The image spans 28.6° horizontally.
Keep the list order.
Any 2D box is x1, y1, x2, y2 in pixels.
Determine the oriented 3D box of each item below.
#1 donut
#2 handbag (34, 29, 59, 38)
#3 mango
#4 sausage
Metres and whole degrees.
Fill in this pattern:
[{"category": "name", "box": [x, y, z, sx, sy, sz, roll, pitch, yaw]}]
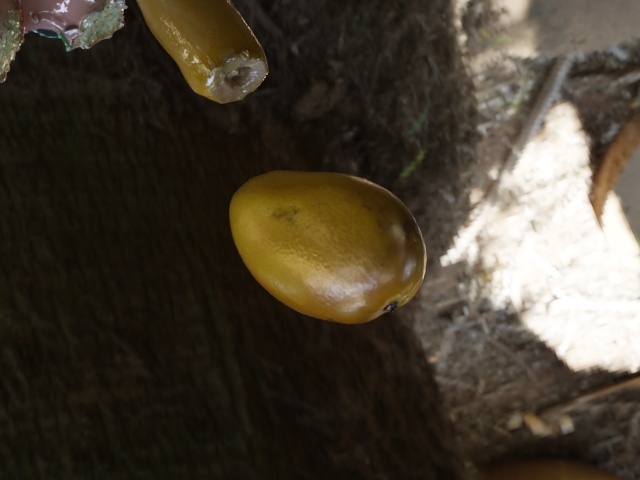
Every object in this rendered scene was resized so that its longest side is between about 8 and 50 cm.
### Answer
[{"category": "donut", "box": [-0.267, -0.218, 1.154, 0.166, 0.117, 0.065, -31, 158, -40]}, {"category": "handbag", "box": [-0.273, -0.374, 1.309, 0.260, 0.079, 0.247, -42, 104, -3]}, {"category": "mango", "box": [0.000, 0.000, 1.229, 0.112, 0.219, 0.144, 5, 105, -59]}, {"category": "sausage", "box": [-0.206, -0.360, 1.978, 0.134, 0.354, 0.116, -37, 146, 3]}]
